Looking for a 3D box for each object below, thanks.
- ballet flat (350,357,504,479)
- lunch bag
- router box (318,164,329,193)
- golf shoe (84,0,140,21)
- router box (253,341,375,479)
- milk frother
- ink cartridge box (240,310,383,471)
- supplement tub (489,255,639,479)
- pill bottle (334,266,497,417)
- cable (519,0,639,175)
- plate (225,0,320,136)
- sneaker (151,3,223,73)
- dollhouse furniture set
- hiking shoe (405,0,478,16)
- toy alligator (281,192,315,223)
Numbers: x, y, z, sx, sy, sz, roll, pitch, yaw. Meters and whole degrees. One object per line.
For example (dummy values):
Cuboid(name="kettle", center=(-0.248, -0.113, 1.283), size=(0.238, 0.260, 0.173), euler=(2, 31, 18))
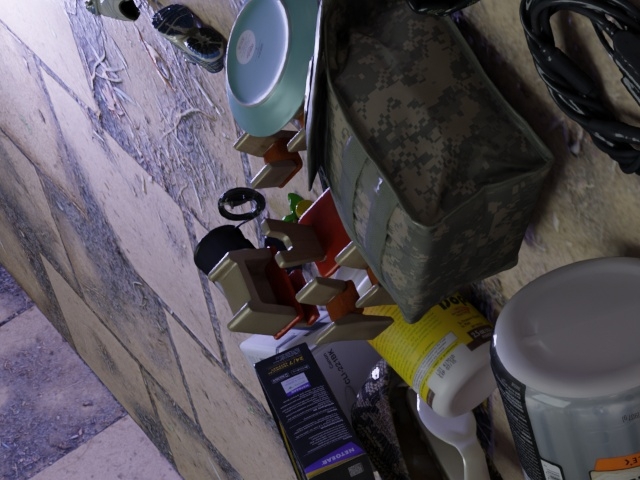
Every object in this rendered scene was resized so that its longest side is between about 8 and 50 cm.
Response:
Cuboid(name="ballet flat", center=(0.174, 0.322, 1.770), size=(0.182, 0.164, 0.483), euler=(105, 146, -46))
Cuboid(name="lunch bag", center=(0.072, -0.102, 1.414), size=(0.287, 0.169, 0.235), euler=(58, 166, 20))
Cuboid(name="router box", center=(0.038, -0.067, 1.733), size=(0.092, 0.038, 0.122), euler=(40, 155, 41))
Cuboid(name="golf shoe", center=(-0.285, -0.371, 2.016), size=(0.086, 0.069, 0.176), euler=(26, 154, 19))
Cuboid(name="router box", center=(0.022, 0.322, 1.891), size=(0.243, 0.081, 0.309), euler=(-122, 11, -54))
Cuboid(name="milk frother", center=(-0.102, 0.018, 2.069), size=(0.135, 0.129, 0.143), euler=(46, 165, 37))
Cuboid(name="ink cartridge box", center=(0.017, 0.210, 2.110), size=(0.197, 0.114, 0.273), euler=(61, 160, -11))
Cuboid(name="supplement tub", center=(0.278, 0.188, 1.336), size=(0.193, 0.193, 0.316), euler=(32, 150, 49))
Cuboid(name="pill bottle", center=(0.114, 0.095, 1.692), size=(0.215, 0.117, 0.117), euler=(46, 158, 27))
Cuboid(name="cable", center=(0.229, -0.134, 1.178), size=(0.184, 0.047, 0.150), euler=(49, 165, 12))
Cuboid(name="plate", center=(-0.061, -0.207, 1.600), size=(0.188, 0.024, 0.188), euler=(-13, 73, 53))
Cuboid(name="sneaker", center=(-0.173, -0.259, 1.918), size=(0.135, 0.052, 0.058), euler=(42, 161, 36))
Cuboid(name="dollhouse furniture set", center=(0.000, 0.000, 1.643), size=(0.259, 0.135, 0.262), euler=(-44, 58, 37))
Cuboid(name="hiking shoe", center=(0.100, -0.233, 1.207), size=(0.086, 0.114, 0.227), euler=(61, 160, -11))
Cuboid(name="toy alligator", center=(0.002, 0.008, 1.917), size=(0.190, 0.051, 0.056), euler=(46, 159, 28))
